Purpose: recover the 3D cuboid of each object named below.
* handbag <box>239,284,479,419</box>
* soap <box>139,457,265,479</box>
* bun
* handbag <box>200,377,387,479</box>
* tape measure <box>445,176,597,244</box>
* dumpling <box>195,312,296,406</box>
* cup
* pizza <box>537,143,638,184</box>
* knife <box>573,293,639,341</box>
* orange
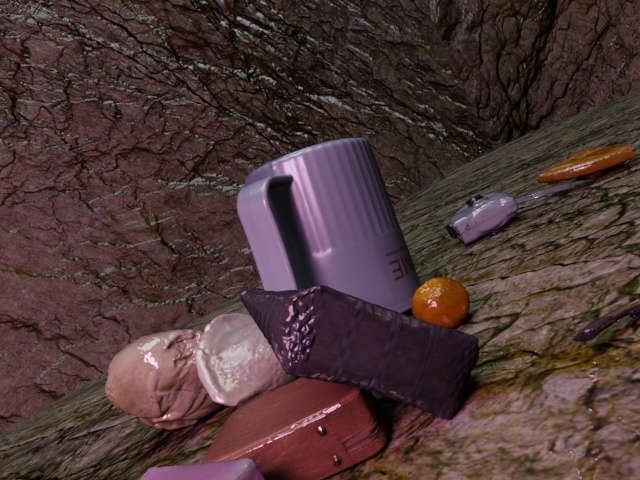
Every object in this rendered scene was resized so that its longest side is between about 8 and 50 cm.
[{"bbox_3d":[0.045,0.107,0.561,0.175,0.271,0.088,-175,104,-77],"label":"handbag"},{"bbox_3d":[-0.168,0.296,0.412,0.181,0.081,0.259,-23,6,33],"label":"soap"},{"bbox_3d":[-0.257,0.248,0.876,0.221,0.134,0.220,-13,-34,-9],"label":"bun"},{"bbox_3d":[-0.027,0.213,0.577,0.193,0.072,0.151,-29,5,5],"label":"handbag"},{"bbox_3d":[0.441,-0.096,1.152,0.330,0.084,0.164,-29,9,3],"label":"tape measure"},{"bbox_3d":[-0.116,0.185,0.815,0.216,0.166,0.126,-37,-22,-42],"label":"dumpling"},{"bbox_3d":[-0.008,0.003,0.921,0.331,0.311,0.257,-18,0,-32],"label":"cup"},{"bbox_3d":[0.622,-0.175,1.174,0.201,0.053,0.193,-17,10,39],"label":"pizza"},{"bbox_3d":[0.345,0.053,0.507,0.222,0.021,0.045,-25,5,-17],"label":"knife"},{"bbox_3d":[0.174,0.092,0.736,0.083,0.070,0.083,-33,15,10],"label":"orange"}]
